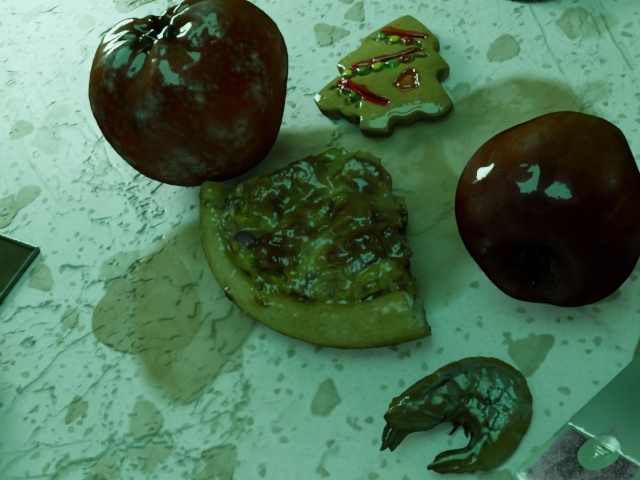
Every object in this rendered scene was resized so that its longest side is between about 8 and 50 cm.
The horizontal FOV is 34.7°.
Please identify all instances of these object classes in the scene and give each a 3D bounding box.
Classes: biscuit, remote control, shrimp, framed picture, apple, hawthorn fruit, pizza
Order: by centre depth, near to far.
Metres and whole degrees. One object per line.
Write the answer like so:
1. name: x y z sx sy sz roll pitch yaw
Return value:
1. remote control: 0.363 0.180 1.082 0.344 0.050 0.145 -40 26 -11
2. shrimp: 0.153 0.202 1.164 0.187 0.052 0.132 -25 50 -4
3. apple: 0.276 -0.035 1.198 0.234 0.234 0.234 -9 52 12
4. pizza: 0.000 0.000 1.338 0.278 0.114 0.409 -45 56 -9
5. hawthorn fruit: -0.182 -0.213 1.445 0.284 0.284 0.284 -9 52 12
6. framed picture: -0.497 0.055 1.520 0.109 0.011 0.149 18 62 28
7. biscuit: 0.105 -0.253 1.529 0.212 0.041 0.239 3 57 23
